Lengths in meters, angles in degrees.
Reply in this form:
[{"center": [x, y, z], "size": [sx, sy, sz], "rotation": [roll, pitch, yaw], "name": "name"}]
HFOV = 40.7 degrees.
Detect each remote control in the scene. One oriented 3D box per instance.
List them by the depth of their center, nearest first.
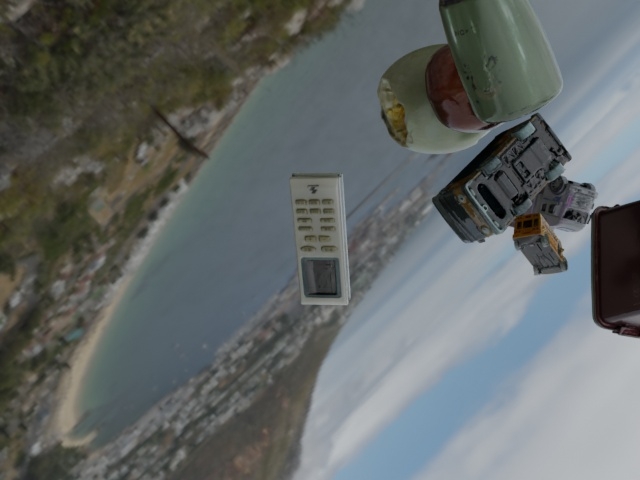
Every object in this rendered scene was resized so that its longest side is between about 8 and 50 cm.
[{"center": [0.000, 0.000, 1.761], "size": [0.055, 0.103, 0.277], "rotation": [-61, 149, -66], "name": "remote control"}]

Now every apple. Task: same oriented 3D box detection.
[{"center": [0.352, -0.346, 1.931], "size": [0.234, 0.234, 0.234], "rotation": [-43, 174, -6], "name": "apple"}]

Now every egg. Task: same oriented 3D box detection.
[{"center": [0.327, -0.365, 2.204], "size": [0.336, 0.278, 0.278], "rotation": [-16, 169, -9], "name": "egg"}]

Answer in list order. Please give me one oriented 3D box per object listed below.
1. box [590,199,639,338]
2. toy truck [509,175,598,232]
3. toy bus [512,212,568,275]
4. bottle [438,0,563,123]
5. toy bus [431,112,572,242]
[{"center": [0.700, 0.052, 1.836], "size": [0.167, 0.193, 0.294], "rotation": [147, -50, -65], "name": "box"}, {"center": [0.541, -0.091, 2.125], "size": [0.268, 0.124, 0.155], "rotation": [23, -80, 59], "name": "toy truck"}, {"center": [0.462, 0.011, 1.806], "size": [0.069, 0.162, 0.074], "rotation": [-11, -126, 32], "name": "toy bus"}, {"center": [0.292, -0.386, 1.495], "size": [0.168, 0.347, 0.168], "rotation": [-23, -159, 9], "name": "bottle"}, {"center": [0.373, -0.125, 1.795], "size": [0.275, 0.138, 0.167], "rotation": [-43, -171, -29], "name": "toy bus"}]
